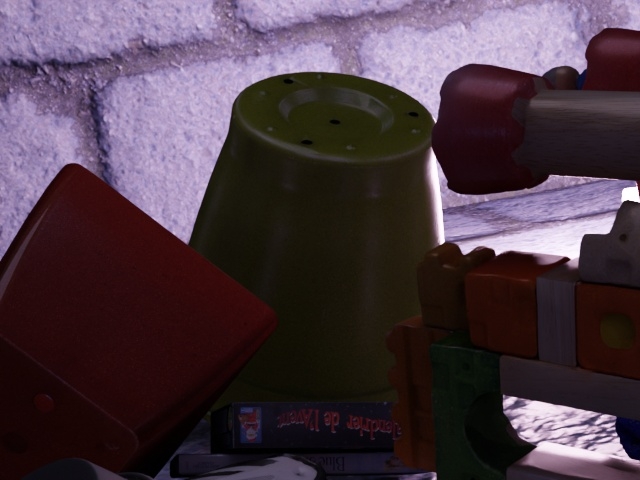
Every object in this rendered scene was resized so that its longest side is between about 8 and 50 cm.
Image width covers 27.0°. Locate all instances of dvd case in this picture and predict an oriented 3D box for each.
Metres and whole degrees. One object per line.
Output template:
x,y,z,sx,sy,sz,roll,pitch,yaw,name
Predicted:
-0.024,0.228,1.345,0.253,0.022,0.180,0,-12,-8,dvd case

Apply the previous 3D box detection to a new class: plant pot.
0.000,0.000,1.598,0.366,0.353,0.366,6,30,-3,plant pot
-0.243,0.134,1.285,0.267,0.267,0.236,-51,3,27,plant pot

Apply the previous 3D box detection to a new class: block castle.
0.203,0.088,0.951,0.213,0.453,0.303,6,17,36,block castle

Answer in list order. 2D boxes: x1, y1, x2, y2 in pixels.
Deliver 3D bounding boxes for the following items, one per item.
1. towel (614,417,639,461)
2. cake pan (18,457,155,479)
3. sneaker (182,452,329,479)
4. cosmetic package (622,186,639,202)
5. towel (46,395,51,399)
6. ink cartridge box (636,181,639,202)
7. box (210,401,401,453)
0.462,0.169,1.256,0.308,0.076,0.227,-13,19,-21,towel
-0.231,0.273,0.953,0.293,0.054,0.293,-37,22,18,cake pan
-0.027,0.244,1.077,0.257,0.169,0.447,-19,11,-41,sneaker
0.559,0.020,1.945,0.230,0.161,0.453,-7,10,14,cosmetic package
-0.361,0.252,1.636,0.209,0.034,0.285,0,25,43,towel
0.484,0.033,1.455,0.226,0.306,0.131,-13,9,-25,ink cartridge box
0.017,0.185,1.309,0.233,0.044,0.159,1,-12,-12,box
